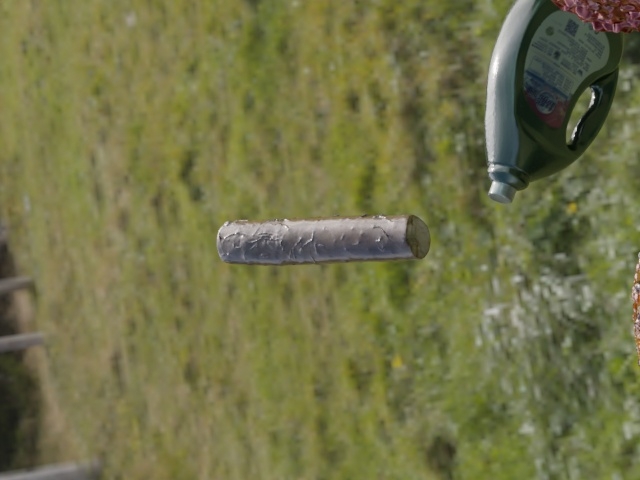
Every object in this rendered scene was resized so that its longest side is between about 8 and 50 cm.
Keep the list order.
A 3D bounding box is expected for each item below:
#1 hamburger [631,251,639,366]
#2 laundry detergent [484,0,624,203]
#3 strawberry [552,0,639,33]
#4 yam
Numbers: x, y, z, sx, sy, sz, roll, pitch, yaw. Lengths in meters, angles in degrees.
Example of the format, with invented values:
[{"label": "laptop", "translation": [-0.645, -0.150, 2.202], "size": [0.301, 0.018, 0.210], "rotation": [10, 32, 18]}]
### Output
[{"label": "hamburger", "translation": [0.359, 0.095, 1.192], "size": [0.300, 0.176, 0.300], "rotation": [-13, -90, -79]}, {"label": "laundry detergent", "translation": [0.208, -0.126, 1.296], "size": [0.063, 0.137, 0.211], "rotation": [-2, 63, 55]}, {"label": "strawberry", "translation": [0.163, -0.188, 0.889], "size": [0.167, 0.208, 0.087], "rotation": [48, 118, 11]}, {"label": "yam", "translation": [0.000, 0.000, 0.836], "size": [0.145, 0.032, 0.032], "rotation": [-2, 98, 39]}]
